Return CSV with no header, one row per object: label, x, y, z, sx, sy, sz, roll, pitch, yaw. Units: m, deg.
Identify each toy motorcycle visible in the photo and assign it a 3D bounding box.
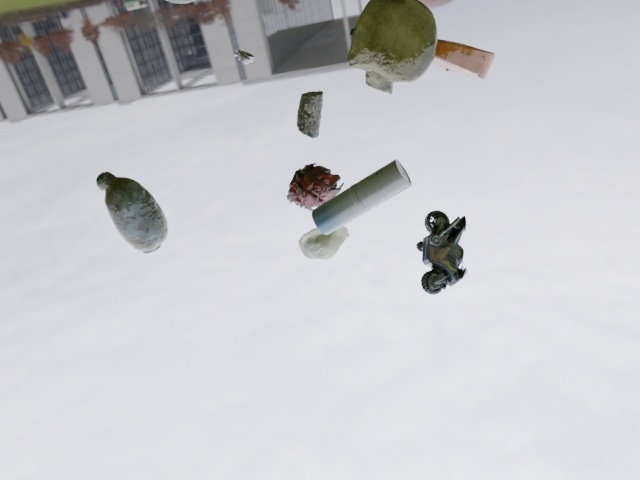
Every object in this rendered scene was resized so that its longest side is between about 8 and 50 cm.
toy motorcycle,0.432,0.045,1.757,0.173,0.307,0.108,12,164,-13

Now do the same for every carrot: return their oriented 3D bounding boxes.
carrot,0.464,-0.666,1.820,0.307,0.100,0.258,13,-162,-5

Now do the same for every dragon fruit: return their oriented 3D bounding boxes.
dragon fruit,-0.025,-0.207,1.930,0.182,0.182,0.188,8,-144,32

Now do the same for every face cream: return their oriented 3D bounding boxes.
face cream,0.098,-0.103,1.243,0.250,0.077,0.077,-31,-158,22

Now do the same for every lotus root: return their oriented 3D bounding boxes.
lotus root,-0.660,-0.099,1.799,0.175,0.349,0.175,-15,-143,12

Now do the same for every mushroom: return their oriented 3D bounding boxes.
mushroom,0.220,-0.601,1.555,0.217,0.292,0.212,-2,-142,-48

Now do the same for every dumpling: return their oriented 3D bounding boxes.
dumpling,-0.003,0.002,2.103,0.216,0.166,0.126,-9,-125,45

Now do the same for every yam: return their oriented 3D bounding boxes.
yam,-0.041,-0.515,2.032,0.107,0.183,0.107,7,-145,-5

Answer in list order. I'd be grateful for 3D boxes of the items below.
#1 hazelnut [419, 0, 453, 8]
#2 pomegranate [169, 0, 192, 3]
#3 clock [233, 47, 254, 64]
hazelnut,0.454,-1.140,2.059,0.366,0.365,0.365,-9,-151,5
pomegranate,-0.514,-1.011,1.804,0.291,0.290,0.323,-13,172,-2
clock,-0.342,-0.816,2.247,0.087,0.041,0.129,22,-153,-13
